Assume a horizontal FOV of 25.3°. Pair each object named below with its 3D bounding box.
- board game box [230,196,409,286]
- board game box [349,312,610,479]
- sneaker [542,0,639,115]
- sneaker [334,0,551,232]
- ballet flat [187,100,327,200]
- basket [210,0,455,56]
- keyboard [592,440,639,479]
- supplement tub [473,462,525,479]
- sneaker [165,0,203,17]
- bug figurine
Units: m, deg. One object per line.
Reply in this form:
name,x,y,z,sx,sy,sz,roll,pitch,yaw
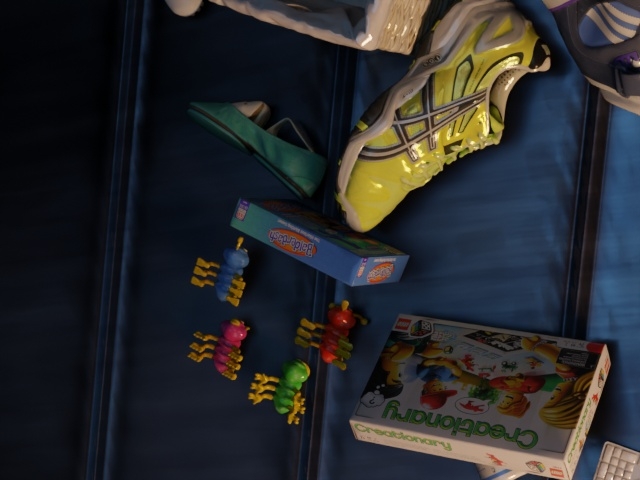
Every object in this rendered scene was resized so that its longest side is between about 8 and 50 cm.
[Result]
board game box,0.000,0.000,2.021,0.210,0.160,0.047,27,103,25
board game box,0.213,0.204,1.911,0.305,0.053,0.193,7,51,27
sneaker,0.421,-0.258,1.745,0.130,0.322,0.236,-40,102,-20
sneaker,0.159,-0.157,1.948,0.147,0.145,0.385,42,110,21
ballet flat,-0.085,-0.155,2.119,0.247,0.083,0.087,37,82,22
basket,0.029,-0.445,1.943,0.328,0.266,0.331,22,101,25
keyboard,0.481,0.338,1.858,0.256,0.014,0.072,18,99,26
supplement tub,0.236,0.280,1.952,0.071,0.071,0.107,-31,77,24
sneaker,-0.232,-0.458,2.179,0.085,0.086,0.237,-12,86,25
bug figurine,-0.074,0.135,2.110,0.279,0.072,0.216,30,110,19
